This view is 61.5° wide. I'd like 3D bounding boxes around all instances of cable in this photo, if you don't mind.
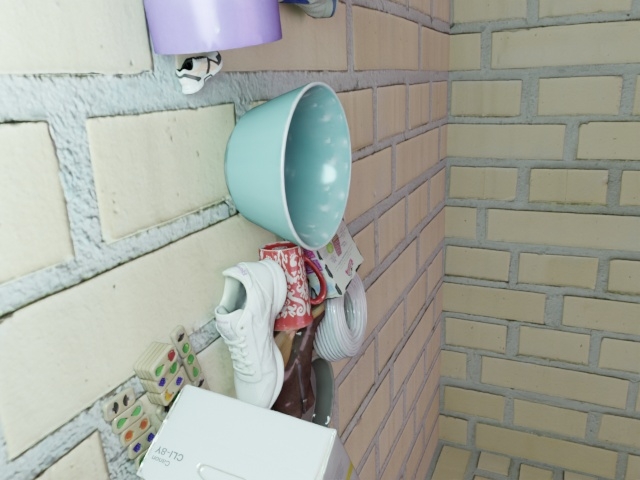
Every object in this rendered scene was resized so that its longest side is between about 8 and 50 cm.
[{"bbox_3d":[0.046,0.186,1.403,0.257,0.089,0.257,49,38,-54],"label":"cable"}]

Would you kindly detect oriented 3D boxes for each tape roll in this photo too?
[{"bbox_3d":[-0.152,-0.322,0.774,0.189,0.189,0.080,-48,137,-54],"label":"tape roll"}]

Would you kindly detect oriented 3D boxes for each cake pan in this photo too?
[{"bbox_3d":[-0.043,0.427,1.345,0.293,0.054,0.293,5,90,-66],"label":"cake pan"}]

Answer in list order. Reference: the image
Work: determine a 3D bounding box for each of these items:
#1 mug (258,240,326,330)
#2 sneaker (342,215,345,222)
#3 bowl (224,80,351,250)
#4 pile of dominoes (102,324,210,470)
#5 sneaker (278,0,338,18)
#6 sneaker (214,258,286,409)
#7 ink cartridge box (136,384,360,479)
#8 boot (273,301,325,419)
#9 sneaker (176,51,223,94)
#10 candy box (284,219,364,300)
[{"bbox_3d":[-0.069,0.088,1.153,0.150,0.113,0.169,-26,114,-58],"label":"mug"},{"bbox_3d":[0.040,-0.098,1.428,0.061,0.054,0.152,-64,149,-44],"label":"sneaker"},{"bbox_3d":[-0.069,-0.140,1.032,0.311,0.163,0.311,4,90,-66],"label":"bowl"},{"bbox_3d":[-0.239,0.283,0.886,0.196,0.040,0.251,-57,144,-47],"label":"pile of dominoes"},{"bbox_3d":[-0.049,-0.524,1.055,0.315,0.182,0.127,-111,-158,-76],"label":"sneaker"},{"bbox_3d":[-0.148,0.188,1.025,0.152,0.114,0.304,2,89,-53],"label":"sneaker"},{"bbox_3d":[-0.088,0.426,0.929,0.384,0.279,0.160,73,33,-50],"label":"ink cartridge box"},{"bbox_3d":[-0.051,0.273,1.220,0.248,0.090,0.206,-37,117,-46],"label":"boot"},{"bbox_3d":[-0.195,-0.283,0.871,0.043,0.040,0.109,69,34,-42],"label":"sneaker"},{"bbox_3d":[0.000,0.000,1.246,0.233,0.071,0.159,61,36,-19],"label":"candy box"}]
